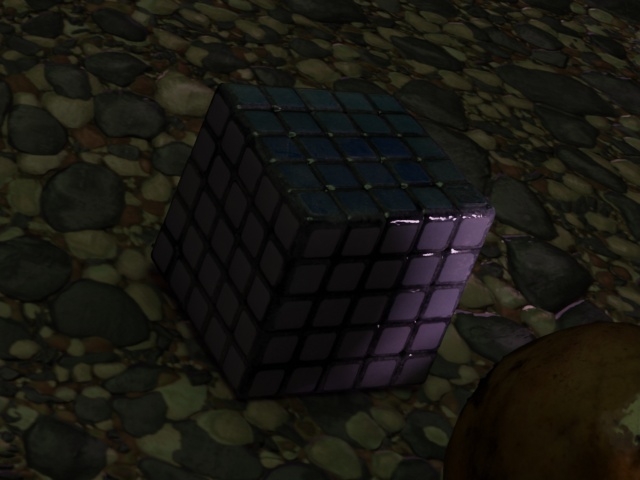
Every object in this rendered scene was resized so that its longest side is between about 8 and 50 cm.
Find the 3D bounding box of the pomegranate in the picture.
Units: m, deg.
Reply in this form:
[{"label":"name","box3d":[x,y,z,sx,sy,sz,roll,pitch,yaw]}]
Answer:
[{"label":"pomegranate","box3d":[0.266,0.225,1.698,0.322,0.322,0.322,15,31,-9]}]

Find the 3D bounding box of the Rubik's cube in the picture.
[{"label":"Rubik's cube","box3d":[0.000,0.000,1.963,0.237,0.238,0.237,-2,39,-34]}]
